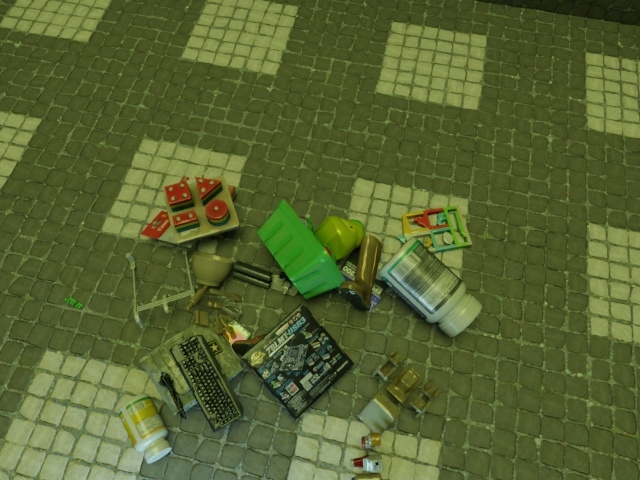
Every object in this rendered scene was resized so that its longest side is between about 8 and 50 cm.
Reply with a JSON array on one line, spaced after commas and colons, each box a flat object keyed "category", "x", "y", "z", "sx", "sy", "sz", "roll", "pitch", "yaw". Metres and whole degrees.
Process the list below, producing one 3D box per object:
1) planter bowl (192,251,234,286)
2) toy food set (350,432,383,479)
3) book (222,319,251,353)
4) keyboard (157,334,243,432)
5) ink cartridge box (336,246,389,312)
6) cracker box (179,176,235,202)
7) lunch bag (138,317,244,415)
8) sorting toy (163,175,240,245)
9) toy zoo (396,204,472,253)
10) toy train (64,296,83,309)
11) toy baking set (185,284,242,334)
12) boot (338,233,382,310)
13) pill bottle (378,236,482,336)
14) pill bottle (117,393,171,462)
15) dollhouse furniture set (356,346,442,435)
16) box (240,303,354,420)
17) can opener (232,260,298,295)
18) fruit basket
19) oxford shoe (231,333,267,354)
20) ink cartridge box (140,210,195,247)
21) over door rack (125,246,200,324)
[{"category": "planter bowl", "x": -0.429, "y": 0.118, "z": 1.939, "sx": 0.162, "sy": 0.162, "sz": 0.109, "roll": 13, "pitch": 91, "yaw": 6}, {"category": "toy food set", "x": 0.148, "y": 0.744, "z": 1.647, "sx": 0.104, "sy": 0.111, "sz": 0.232, "roll": -4, "pitch": 96, "yaw": -2}, {"category": "book", "x": -0.343, "y": 0.382, "z": 1.871, "sx": 0.096, "sy": 0.035, "sz": 0.144, "roll": 36, "pitch": 70, "yaw": 12}, {"category": "keyboard", "x": -0.412, "y": 0.487, "z": 1.647, "sx": 0.201, "sy": 0.033, "sz": 0.317, "roll": -31, "pitch": 80, "yaw": -10}, {"category": "ink cartridge box", "x": 0.175, "y": 0.146, "z": 1.977, "sx": 0.206, "sy": 0.045, "sz": 0.208, "roll": 33, "pitch": 70, "yaw": 13}, {"category": "cracker box", "x": -0.492, "y": -0.182, "z": 2.092, "sx": 0.232, "sy": 0.067, "sz": 0.155, "roll": 10, "pitch": 45, "yaw": 5}, {"category": "lunch bag", "x": -0.444, "y": 0.438, "z": 1.761, "sx": 0.287, "sy": 0.169, "sz": 0.235, "roll": -34, "pitch": 77, "yaw": -14}, {"category": "sorting toy", "x": -0.477, "y": -0.141, "z": 1.960, "sx": 0.255, "sy": 0.089, "sz": 0.257, "roll": -17, "pitch": 63, "yaw": -10}, {"category": "toy zoo", "x": 0.462, "y": -0.039, "z": 2.072, "sx": 0.293, "sy": 0.030, "sz": 0.192, "roll": -9, "pitch": 65, "yaw": -5}, {"category": "toy train", "x": -0.963, "y": 0.243, "z": 1.942, "sx": 0.083, "sy": 0.017, "sz": 0.023, "roll": 26, "pitch": 58, "yaw": 12}, {"category": "toy baking set", "x": -0.389, "y": 0.253, "z": 1.846, "sx": 0.197, "sy": 0.030, "sz": 0.256, "roll": 39, "pitch": 28, "yaw": -11}, {"category": "boot", "x": 0.153, "y": 0.101, "z": 1.857, "sx": 0.089, "sy": 0.236, "sz": 0.269, "roll": 5, "pitch": 67, "yaw": 22}, {"category": "pill bottle", "x": 0.409, "y": 0.176, "z": 1.859, "sx": 0.361, "sy": 0.204, "sz": 0.204, "roll": 44, "pitch": 72, "yaw": 6}, {"category": "pill bottle", "x": -0.596, "y": 0.643, "z": 1.698, "sx": 0.117, "sy": 0.117, "sz": 0.208, "roll": -32, "pitch": 69, "yaw": -14}, {"category": "dollhouse furniture set", "x": 0.262, "y": 0.550, "z": 1.760, "sx": 0.212, "sy": 0.161, "sz": 0.242, "roll": 42, "pitch": 49, "yaw": 17}, {"category": "box", "x": -0.081, "y": 0.431, "z": 1.782, "sx": 0.295, "sy": 0.073, "sz": 0.293, "roll": -41, "pitch": 88, "yaw": -16}, {"category": "can opener", "x": -0.210, "y": 0.147, "z": 1.971, "sx": 0.280, "sy": 0.074, "sz": 0.093, "roll": 16, "pitch": 32, "yaw": 5}, {"category": "fruit basket", "x": 0.000, "y": 0.000, "z": 1.905, "sx": 0.392, "sy": 0.283, "sz": 0.392, "roll": -11, "pitch": 54, "yaw": 16}, {"category": "oxford shoe", "x": -0.226, "y": 0.385, "z": 1.854, "sx": 0.212, "sy": 0.076, "sz": 0.076, "roll": 2, "pitch": 42, "yaw": -9}, {"category": "ink cartridge box", "x": -0.592, "y": -0.065, "z": 2.033, "sx": 0.225, "sy": 0.056, "sz": 0.181, "roll": 17, "pitch": 40, "yaw": 6}, {"category": "over door rack", "x": -0.613, "y": 0.163, "z": 1.943, "sx": 0.239, "sy": 0.108, "sz": 0.324, "roll": -17, "pitch": 52, "yaw": -10}]
